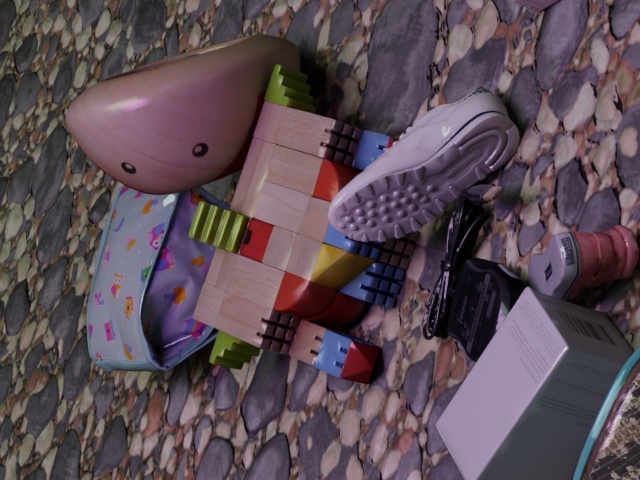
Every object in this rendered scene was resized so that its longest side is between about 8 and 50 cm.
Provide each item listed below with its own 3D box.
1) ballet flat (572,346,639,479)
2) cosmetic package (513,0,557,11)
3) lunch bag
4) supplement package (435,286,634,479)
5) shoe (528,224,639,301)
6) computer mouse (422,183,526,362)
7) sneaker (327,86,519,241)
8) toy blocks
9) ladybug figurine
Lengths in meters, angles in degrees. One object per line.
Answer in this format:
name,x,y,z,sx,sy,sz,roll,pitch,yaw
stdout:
ballet flat,0.262,0.319,1.507,0.182,0.164,0.483,41,118,36
cosmetic package,0.263,-0.303,1.922,0.115,0.041,0.060,-24,54,53
lunch bag,-0.222,0.062,2.430,0.223,0.160,0.262,-3,66,58
supplement package,0.211,0.154,1.697,0.179,0.105,0.105,-59,32,21
shoe,0.259,0.030,1.733,0.178,0.081,0.063,106,157,-74
computer mouse,0.184,0.034,1.844,0.262,0.060,0.184,-161,85,-77
sneaker,0.110,-0.085,1.964,0.235,0.090,0.095,-30,41,5
toy blocks,0.000,0.000,2.103,0.261,0.191,0.381,19,91,49
ladybug figurine,-0.165,-0.165,2.313,0.305,0.449,0.162,-14,99,16
